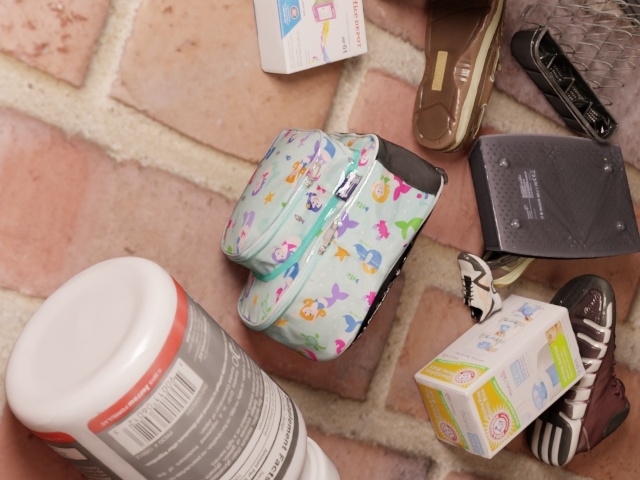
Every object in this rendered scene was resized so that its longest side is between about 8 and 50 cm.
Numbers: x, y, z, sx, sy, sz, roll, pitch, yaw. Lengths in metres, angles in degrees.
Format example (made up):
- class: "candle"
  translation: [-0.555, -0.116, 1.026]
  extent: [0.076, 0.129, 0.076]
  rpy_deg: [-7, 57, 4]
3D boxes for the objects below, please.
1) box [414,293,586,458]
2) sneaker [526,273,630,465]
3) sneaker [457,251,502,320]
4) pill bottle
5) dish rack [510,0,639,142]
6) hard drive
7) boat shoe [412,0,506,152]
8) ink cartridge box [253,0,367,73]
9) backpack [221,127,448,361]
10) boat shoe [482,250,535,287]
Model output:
- class: "box"
  translation: [0.240, 0.179, 1.903]
  extent: [0.203, 0.103, 0.114]
  rpy_deg: [-35, 119, -28]
- class: "sneaker"
  translation: [0.387, 0.177, 2.038]
  extent: [0.162, 0.106, 0.281]
  rpy_deg: [-3, 112, -44]
- class: "sneaker"
  translation: [0.205, 0.062, 1.891]
  extent: [0.044, 0.040, 0.109]
  rpy_deg: [-42, 123, -22]
- class: "pill bottle"
  translation: [-0.145, 0.201, 1.524]
  extent: [0.210, 0.210, 0.363]
  rpy_deg: [-53, 128, -17]
- class: "dish rack"
  translation: [0.375, -0.296, 1.928]
  extent: [0.208, 0.074, 0.271]
  rpy_deg: [45, 71, -37]
- class: "hard drive"
  translation: [0.308, -0.054, 1.897]
  extent: [0.255, 0.054, 0.172]
  rpy_deg: [0, 73, -34]
- class: "boat shoe"
  translation: [0.183, -0.235, 1.784]
  extent: [0.095, 0.095, 0.257]
  rpy_deg: [9, 101, -54]
- class: "ink cartridge box"
  translation: [-0.010, -0.247, 1.637]
  extent: [0.122, 0.052, 0.088]
  rpy_deg: [-21, 112, -36]
- class: "backpack"
  translation: [0.000, 0.000, 1.594]
  extent: [0.191, 0.225, 0.253]
  rpy_deg: [24, 89, -18]
- class: "boat shoe"
  translation: [0.274, -0.001, 1.922]
  extent: [0.152, 0.056, 0.049]
  rpy_deg: [-47, 129, -23]
